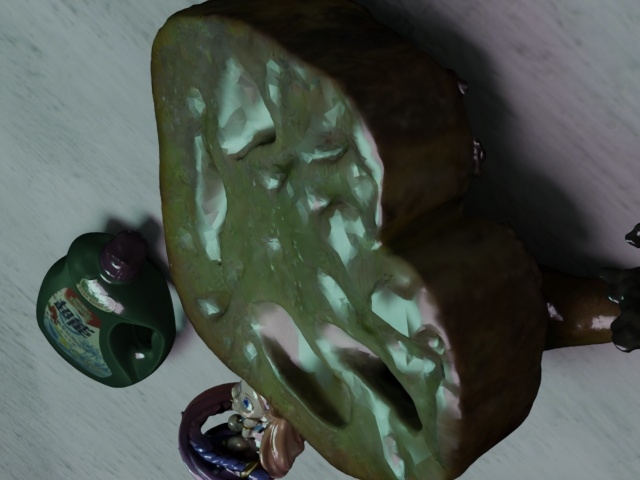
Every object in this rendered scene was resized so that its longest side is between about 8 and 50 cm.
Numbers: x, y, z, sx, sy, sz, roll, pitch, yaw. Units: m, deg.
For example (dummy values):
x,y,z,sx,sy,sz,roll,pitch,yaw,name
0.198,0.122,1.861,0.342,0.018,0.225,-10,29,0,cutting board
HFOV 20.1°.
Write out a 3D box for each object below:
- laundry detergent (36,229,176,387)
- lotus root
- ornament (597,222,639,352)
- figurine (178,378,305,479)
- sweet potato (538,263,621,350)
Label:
x,y,z,sx,sy,sz,roll,pitch,yaw,name
-0.196,0.058,1.744,0.144,0.078,0.221,42,147,0,laundry detergent
0.000,0.000,1.334,0.390,0.111,0.375,61,150,2,lotus root
0.282,-0.023,0.916,0.251,0.260,0.106,14,144,38,ornament
-0.054,0.157,1.682,0.114,0.126,0.157,23,118,-29,figurine
0.147,0.049,1.330,0.244,0.077,0.077,17,140,42,sweet potato
